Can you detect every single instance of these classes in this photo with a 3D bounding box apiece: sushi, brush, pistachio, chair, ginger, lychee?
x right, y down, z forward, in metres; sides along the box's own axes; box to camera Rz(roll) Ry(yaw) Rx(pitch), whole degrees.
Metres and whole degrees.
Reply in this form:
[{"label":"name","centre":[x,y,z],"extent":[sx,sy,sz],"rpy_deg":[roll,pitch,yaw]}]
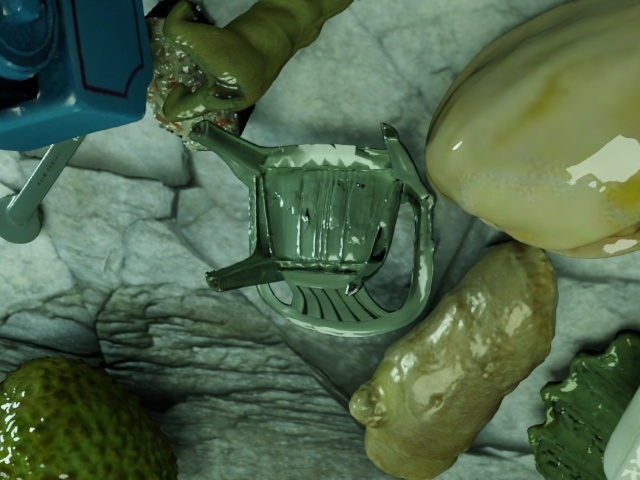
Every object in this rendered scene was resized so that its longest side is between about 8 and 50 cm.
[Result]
[{"label":"sushi","centre":[-0.129,-0.159,1.010],"extent":[0.090,0.078,0.150],"rpy_deg":[-21,116,26]},{"label":"brush","centre":[-0.290,-0.091,1.137],"extent":[0.062,0.027,0.266],"rpy_deg":[37,121,-11]},{"label":"pistachio","centre":[0.235,-0.098,0.878],"extent":[0.309,0.230,0.230],"rpy_deg":[-25,113,23]},{"label":"chair","centre":[0.000,0.000,1.014],"extent":[0.203,0.275,0.190],"rpy_deg":[2,85,16]},{"label":"ginger","centre":[0.146,0.135,1.098],"extent":[0.190,0.126,0.354],"rpy_deg":[13,126,-29]},{"label":"lychee","centre":[-0.325,0.271,1.247],"extent":[0.270,0.270,0.320],"rpy_deg":[-28,146,29]}]

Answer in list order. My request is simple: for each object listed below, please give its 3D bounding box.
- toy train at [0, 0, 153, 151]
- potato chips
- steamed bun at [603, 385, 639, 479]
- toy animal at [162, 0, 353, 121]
[{"label":"toy train","centre":[-0.273,-0.225,0.867],"extent":[0.188,0.265,0.300],"rpy_deg":[-11,86,23]},{"label":"potato chips","centre":[0.451,0.247,1.129],"extent":[0.429,0.070,0.358],"rpy_deg":[41,126,-13]},{"label":"steamed bun","centre":[0.406,0.216,0.987],"extent":[0.242,0.164,0.146],"rpy_deg":[30,118,13]},{"label":"toy animal","centre":[-0.048,-0.190,0.923],"extent":[0.101,0.218,0.103],"rpy_deg":[25,148,28]}]
